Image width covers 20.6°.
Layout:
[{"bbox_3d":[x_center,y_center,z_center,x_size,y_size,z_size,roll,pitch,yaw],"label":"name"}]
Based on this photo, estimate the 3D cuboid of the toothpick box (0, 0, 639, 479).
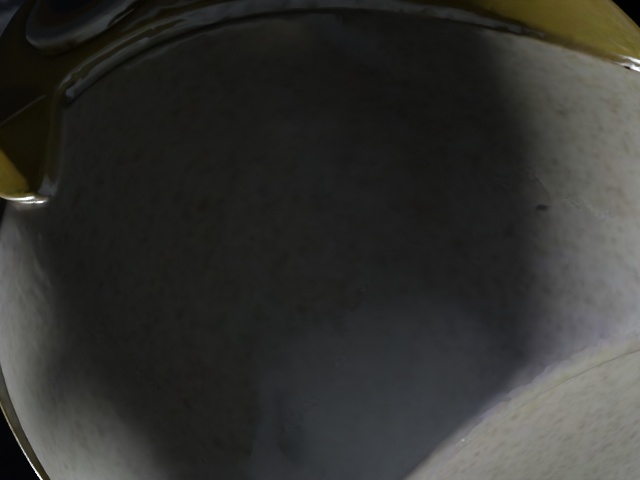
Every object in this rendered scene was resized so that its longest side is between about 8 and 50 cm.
[{"bbox_3d":[0.000,0.000,0.977,0.409,0.425,0.409,-23,-37,-19],"label":"toothpick box"}]
